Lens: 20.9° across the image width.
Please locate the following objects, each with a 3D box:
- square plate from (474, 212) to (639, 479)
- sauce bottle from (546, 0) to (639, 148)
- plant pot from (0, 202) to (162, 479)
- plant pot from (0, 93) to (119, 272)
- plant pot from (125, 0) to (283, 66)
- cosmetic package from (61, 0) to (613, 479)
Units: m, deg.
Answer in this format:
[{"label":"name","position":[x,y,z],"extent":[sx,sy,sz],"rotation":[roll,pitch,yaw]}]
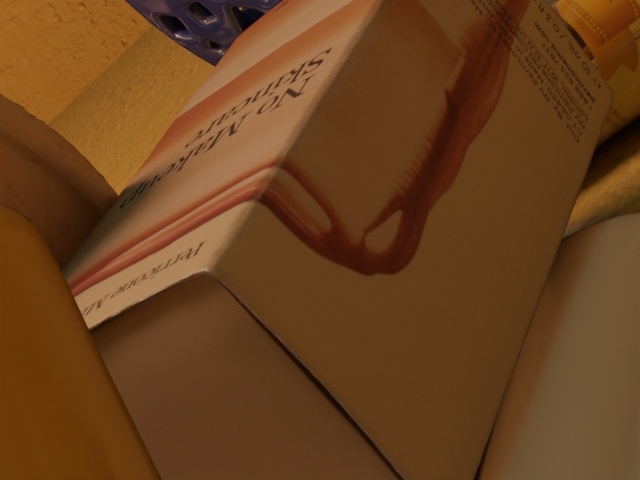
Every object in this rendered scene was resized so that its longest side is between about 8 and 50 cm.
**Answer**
[{"label":"square plate","position":[-0.015,0.141,0.686],"extent":[0.347,0.049,0.344],"rotation":[-33,17,31]},{"label":"sauce bottle","position":[0.087,-0.071,0.906],"extent":[0.344,0.111,0.111],"rotation":[-38,16,16]},{"label":"plant pot","position":[-0.126,0.125,0.453],"extent":[0.254,0.239,0.254],"rotation":[-15,-14,-4]},{"label":"plant pot","position":[-0.253,0.123,0.698],"extent":[0.333,0.333,0.306],"rotation":[-28,44,40]},{"label":"plant pot","position":[0.017,-0.225,1.302],"extent":[0.236,0.212,0.236],"rotation":[-51,18,-28]},{"label":"cosmetic package","position":[0.000,0.000,0.695],"extent":[0.153,0.129,0.296],"rotation":[-30,20,34]}]
